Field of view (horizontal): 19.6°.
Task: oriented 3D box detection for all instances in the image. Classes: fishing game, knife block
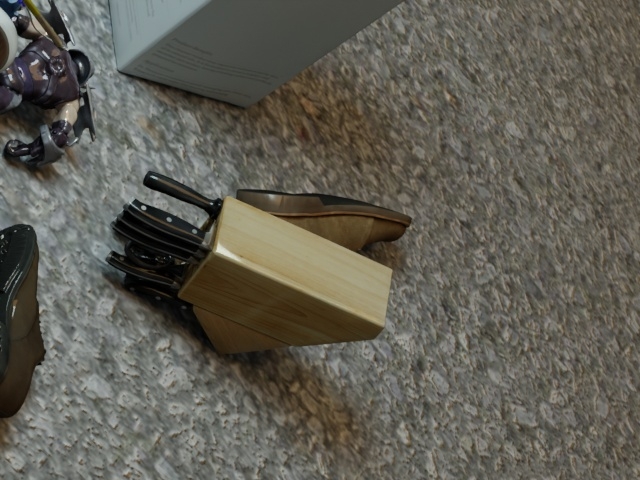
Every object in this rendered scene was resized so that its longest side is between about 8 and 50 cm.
[{"bbox_3d":[-0.369,-0.286,1.834,0.264,0.041,0.189,31,-10,21],"label":"fishing game"},{"bbox_3d":[-0.084,0.014,2.008,0.242,0.276,0.088,65,26,-44],"label":"knife block"}]

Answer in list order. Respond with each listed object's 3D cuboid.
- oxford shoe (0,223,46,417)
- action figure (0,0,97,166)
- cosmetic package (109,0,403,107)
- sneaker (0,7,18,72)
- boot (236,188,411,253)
[{"bbox_3d":[-0.315,0.081,1.845,0.096,0.083,0.227,56,29,-42],"label":"oxford shoe"},{"bbox_3d":[-0.340,-0.168,1.955,0.285,0.099,0.185,-16,76,-52],"label":"action figure"},{"bbox_3d":[-0.050,-0.319,2.143,0.217,0.385,0.156,14,55,-43],"label":"cosmetic package"},{"bbox_3d":[-0.415,-0.253,1.841,0.290,0.106,0.123,23,30,10],"label":"sneaker"},{"bbox_3d":[0.000,0.000,2.245,0.305,0.112,0.115,0,95,-52],"label":"boot"}]
